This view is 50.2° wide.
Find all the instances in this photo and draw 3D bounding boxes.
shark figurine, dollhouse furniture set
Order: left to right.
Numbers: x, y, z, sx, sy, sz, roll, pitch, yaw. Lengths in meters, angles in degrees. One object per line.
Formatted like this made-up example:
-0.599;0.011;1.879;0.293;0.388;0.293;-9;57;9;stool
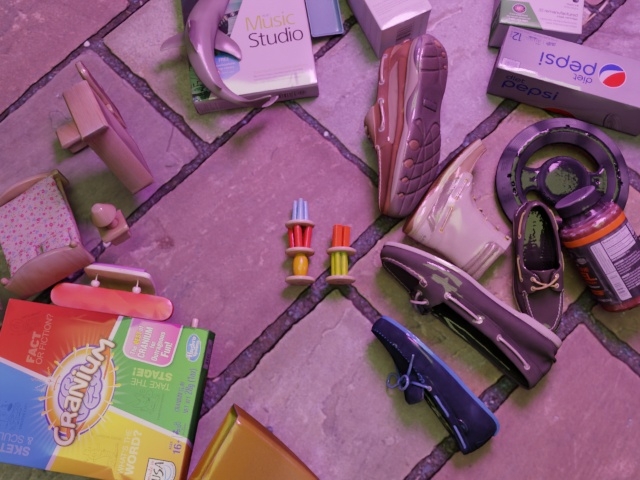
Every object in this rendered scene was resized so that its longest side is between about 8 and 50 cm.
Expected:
-0.486;-0.099;1.130;0.356;0.173;0.303;-30;58;-3;dollhouse furniture set
-0.192;-0.328;1.189;0.166;0.116;0.278;-22;74;-2;shark figurine

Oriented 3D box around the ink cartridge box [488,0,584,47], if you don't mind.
0.406;-0.462;1.272;0.153;0.087;0.208;9;75;3;ink cartridge box

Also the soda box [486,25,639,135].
0.452;-0.283;1.219;0.286;0.098;0.091;18;75;6;soda box

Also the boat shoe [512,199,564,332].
0.360;0.047;1.132;0.081;0.069;0.227;-8;88;7;boat shoe

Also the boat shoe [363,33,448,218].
0.142;-0.199;1.211;0.116;0.123;0.324;6;83;38;boat shoe

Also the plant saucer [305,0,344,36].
-0.005;-0.481;1.286;0.067;0.018;0.192;-13;97;-19;plant saucer

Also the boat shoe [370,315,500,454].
0.169;0.232;1.091;0.089;0.109;0.258;-44;76;-6;boat shoe

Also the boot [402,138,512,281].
0.261;-0.053;1.169;0.165;0.077;0.213;37;77;0;boot

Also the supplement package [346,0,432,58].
0.116;-0.453;1.271;0.105;0.105;0.179;-26;77;-4;supplement package

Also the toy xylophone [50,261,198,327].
-0.329;0.199;1.126;0.236;0.081;0.322;1;76;2;toy xylophone

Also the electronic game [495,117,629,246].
0.422;-0.102;1.197;0.229;0.048;0.229;0;84;3;electronic game

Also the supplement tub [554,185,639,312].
0.462;0.011;1.113;0.106;0.106;0.197;-33;94;-6;supplement tub

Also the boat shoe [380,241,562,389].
0.230;0.120;1.114;0.335;0.112;0.095;32;74;6;boat shoe

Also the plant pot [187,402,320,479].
-0.101;0.390;1.014;0.187;0.212;0.212;31;78;-3;plant pot

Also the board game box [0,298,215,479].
-0.340;0.232;1.041;0.317;0.064;0.242;8;76;3;board game box

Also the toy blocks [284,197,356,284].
0.000;0.000;1.182;0.123;0.054;0.148;-1;75;2;toy blocks

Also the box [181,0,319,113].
-0.140;-0.410;1.292;0.232;0.058;0.321;-9;74;-1;box
